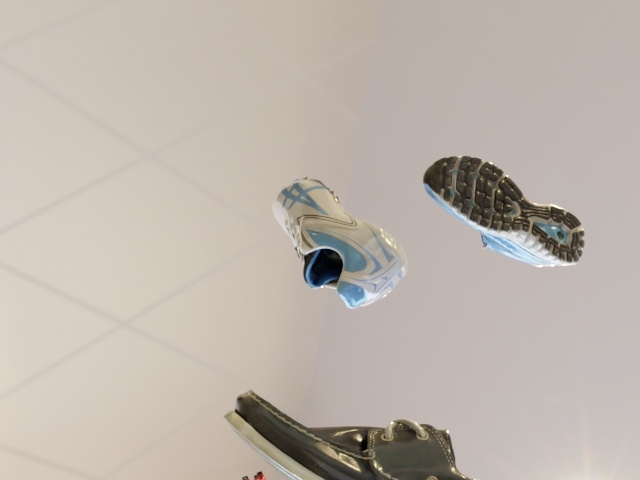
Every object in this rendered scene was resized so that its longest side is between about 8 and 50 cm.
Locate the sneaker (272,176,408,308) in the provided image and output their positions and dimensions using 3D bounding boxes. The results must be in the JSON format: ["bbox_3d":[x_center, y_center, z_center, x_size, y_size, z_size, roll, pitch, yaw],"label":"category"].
[{"bbox_3d":[0.000,0.000,1.208,0.237,0.086,0.085,34,-26,58],"label":"sneaker"}]

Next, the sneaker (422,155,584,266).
[{"bbox_3d":[0.155,-0.015,1.064,0.073,0.162,0.063,-32,-149,57],"label":"sneaker"}]

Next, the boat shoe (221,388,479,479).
[{"bbox_3d":[0.049,0.148,0.748,0.079,0.233,0.084,-63,-177,-10],"label":"boat shoe"}]

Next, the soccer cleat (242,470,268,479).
[{"bbox_3d":[-0.053,0.202,0.906,0.029,0.083,0.035,-21,-90,9],"label":"soccer cleat"}]
